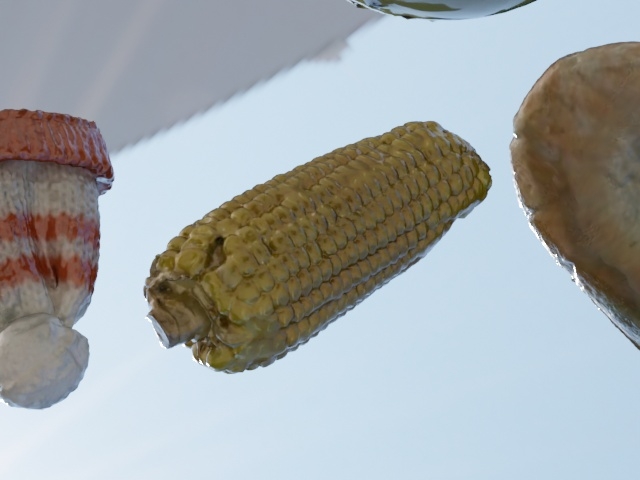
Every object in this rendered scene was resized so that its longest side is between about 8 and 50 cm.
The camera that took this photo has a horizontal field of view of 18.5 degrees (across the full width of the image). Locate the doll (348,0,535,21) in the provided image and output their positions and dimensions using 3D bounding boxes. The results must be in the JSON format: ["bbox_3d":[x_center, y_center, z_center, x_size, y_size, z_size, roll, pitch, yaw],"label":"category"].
[{"bbox_3d":[0.043,-0.199,0.853,0.161,0.177,0.260,-55,-161,24],"label":"doll"}]

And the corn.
[{"bbox_3d":[0.000,0.000,1.170,0.262,0.097,0.097,-29,-152,-36],"label":"corn"}]

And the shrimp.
[{"bbox_3d":[0.254,0.005,1.286,0.168,0.317,0.077,-40,-175,25],"label":"shrimp"}]

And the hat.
[{"bbox_3d":[-0.158,0.015,1.037,0.112,0.093,0.162,-12,-109,2],"label":"hat"}]
